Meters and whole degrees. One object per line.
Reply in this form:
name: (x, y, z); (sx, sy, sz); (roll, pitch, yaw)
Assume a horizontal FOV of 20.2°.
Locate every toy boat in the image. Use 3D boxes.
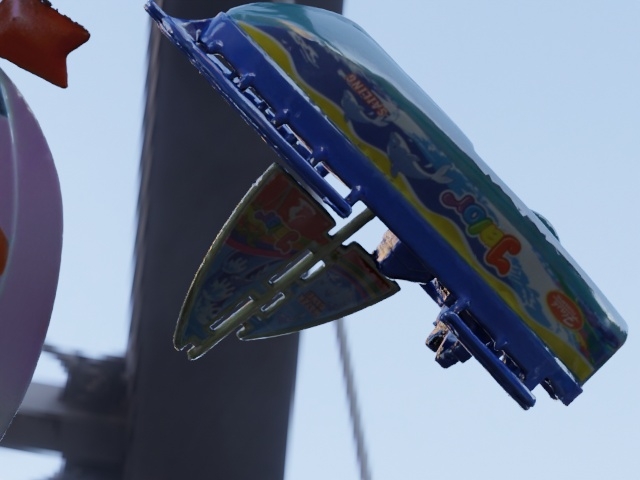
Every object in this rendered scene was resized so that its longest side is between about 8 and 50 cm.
toy boat: (0.000, 0.000, 0.544); (0.110, 0.091, 0.175); (-43, -79, 3)
toy boat: (-0.194, 0.042, 0.912); (0.318, 0.219, 0.072); (-45, -13, -1)
